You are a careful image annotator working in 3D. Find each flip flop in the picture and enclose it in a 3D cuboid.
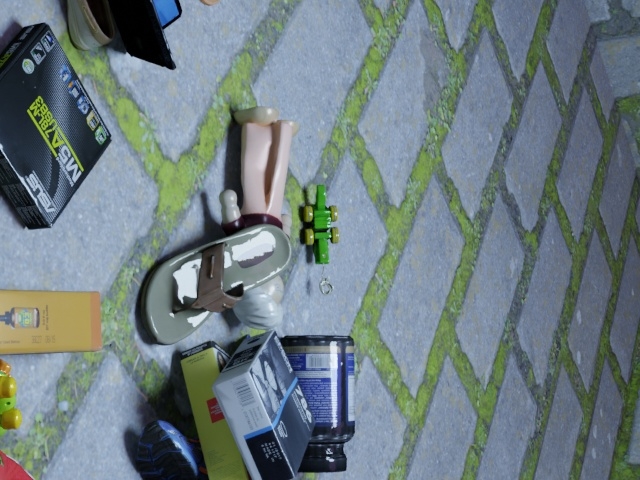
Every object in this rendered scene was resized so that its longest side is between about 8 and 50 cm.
[{"bbox_3d":[-0.142,0.056,1.901,0.277,0.080,0.112,-28,104,-33],"label":"flip flop"}]

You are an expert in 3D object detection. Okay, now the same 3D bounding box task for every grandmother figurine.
[{"bbox_3d":[-0.092,-0.031,2.055,0.208,0.104,0.342,18,68,-51],"label":"grandmother figurine"}]

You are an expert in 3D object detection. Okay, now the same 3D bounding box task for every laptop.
[{"bbox_3d":[-0.232,-0.378,1.797,0.137,0.264,0.234,-27,115,-20],"label":"laptop"}]

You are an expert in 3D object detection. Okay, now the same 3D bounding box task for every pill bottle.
[{"bbox_3d":[-0.005,0.264,2.150,0.123,0.123,0.219,11,77,-61],"label":"pill bottle"}]

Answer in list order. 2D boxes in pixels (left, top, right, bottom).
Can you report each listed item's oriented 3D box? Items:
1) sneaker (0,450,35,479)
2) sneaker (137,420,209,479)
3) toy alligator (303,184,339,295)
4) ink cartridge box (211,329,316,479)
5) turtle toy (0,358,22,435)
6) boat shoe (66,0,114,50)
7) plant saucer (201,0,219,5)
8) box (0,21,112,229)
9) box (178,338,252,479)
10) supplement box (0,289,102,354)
[{"bbox_3d":[-0.381,0.254,1.425,0.107,0.118,0.279,-54,124,-22],"label":"sneaker"},{"bbox_3d":[-0.192,0.311,1.865,0.221,0.083,0.087,61,24,-47],"label":"sneaker"},{"bbox_3d":[0.000,0.000,2.271,0.051,0.056,0.189,169,-82,-78],"label":"toy alligator"},{"bbox_3d":[-0.074,0.232,1.931,0.332,0.065,0.165,-65,132,-80],"label":"ink cartridge box"},{"bbox_3d":[-0.385,0.182,1.507,0.066,0.095,0.130,-90,180,-53],"label":"turtle toy"},{"bbox_3d":[-0.305,-0.337,1.739,0.063,0.059,0.170,-33,116,-58],"label":"boat shoe"},{"bbox_3d":[-0.172,-0.405,2.039,0.083,0.013,0.083,11,77,-60],"label":"plant saucer"},{"bbox_3d":[-0.352,-0.143,1.645,0.190,0.045,0.184,65,33,-33],"label":"box"},{"bbox_3d":[-0.136,0.262,1.875,0.087,0.058,0.232,51,19,-57],"label":"box"},{"bbox_3d":[-0.359,0.098,1.569,0.233,0.080,0.078,8,79,-63],"label":"supplement box"}]
